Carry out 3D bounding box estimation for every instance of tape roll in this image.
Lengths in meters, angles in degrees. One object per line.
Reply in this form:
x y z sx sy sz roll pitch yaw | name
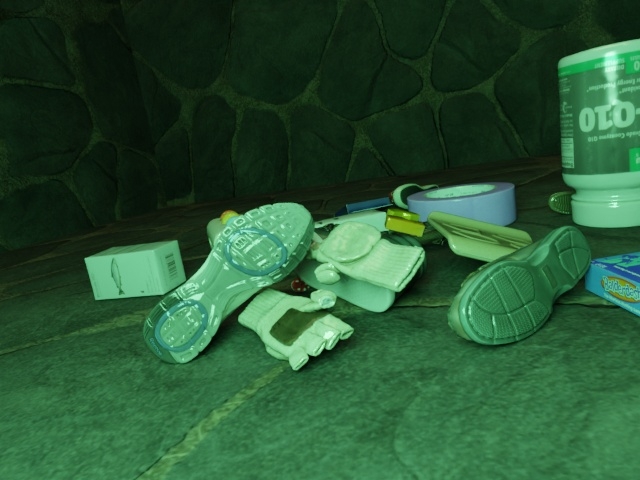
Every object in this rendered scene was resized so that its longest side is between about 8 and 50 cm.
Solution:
0.374 -0.089 1.217 0.275 0.090 0.275 -9 12 2 | tape roll

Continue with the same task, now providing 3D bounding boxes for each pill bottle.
0.626 -0.221 0.970 0.204 0.361 0.204 -9 11 2 | pill bottle

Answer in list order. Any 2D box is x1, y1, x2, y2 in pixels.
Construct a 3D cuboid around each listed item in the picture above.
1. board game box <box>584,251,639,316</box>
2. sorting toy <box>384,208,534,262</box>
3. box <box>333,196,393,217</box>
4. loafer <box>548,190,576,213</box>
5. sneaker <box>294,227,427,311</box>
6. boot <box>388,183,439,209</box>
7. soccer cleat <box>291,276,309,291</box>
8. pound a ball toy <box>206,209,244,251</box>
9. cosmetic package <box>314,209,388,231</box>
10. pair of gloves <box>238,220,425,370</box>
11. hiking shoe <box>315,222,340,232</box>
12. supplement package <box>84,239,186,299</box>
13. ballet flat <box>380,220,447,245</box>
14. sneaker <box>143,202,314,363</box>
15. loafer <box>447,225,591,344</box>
0.481 0.048 0.571 0.210 0.047 0.160 -9 11 0 | board game box
0.258 -0.002 0.801 0.307 0.041 0.229 13 16 1 | sorting toy
0.132 -0.097 1.437 0.136 0.036 0.225 -11 -3 -11 | box
0.632 -0.096 1.138 0.148 0.056 0.050 -1 9 -10 | loafer
0.059 0.026 0.812 0.147 0.104 0.296 -21 30 -35 | sneaker
0.286 -0.153 1.611 0.176 0.088 0.244 1 8 43 | boot
-0.035 0.081 0.876 0.036 0.029 0.083 -12 5 35 | soccer cleat
-0.188 -0.018 1.203 0.208 0.135 0.319 -13 13 -15 | pound a ball toy
0.059 -0.035 1.274 0.239 0.060 0.099 -12 13 -11 | cosmetic package
0.005 0.061 0.641 0.240 0.042 0.204 -42 33 -15 | pair of gloves
0.000 0.000 1.016 0.114 0.086 0.227 -33 2 23 | hiking shoe
-0.424 0.068 1.051 0.179 0.105 0.105 -7 12 14 | supplement package
0.178 0.004 1.033 0.250 0.058 0.084 -14 16 5 | ballet flat
-0.134 0.049 0.685 0.297 0.111 0.129 -40 5 -4 | sneaker
0.254 0.061 0.600 0.267 0.096 0.084 -24 -1 -30 | loafer
